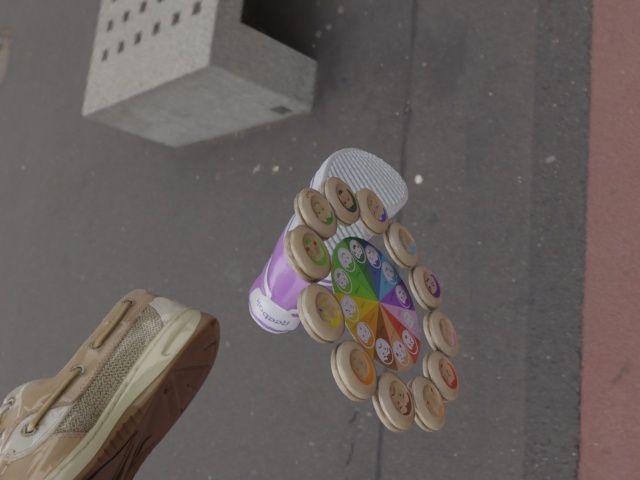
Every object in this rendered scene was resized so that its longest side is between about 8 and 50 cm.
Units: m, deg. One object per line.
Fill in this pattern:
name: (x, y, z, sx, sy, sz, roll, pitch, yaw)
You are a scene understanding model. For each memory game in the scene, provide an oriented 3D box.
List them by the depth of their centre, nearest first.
memory game: (0.042, 0.040, 0.488, 0.012, 0.186, 0.186, -29, 59, 30)

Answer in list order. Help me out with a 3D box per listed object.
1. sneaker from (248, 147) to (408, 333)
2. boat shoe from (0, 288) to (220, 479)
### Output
sneaker: (-0.001, 0.000, 0.829, 0.102, 0.282, 0.161, 38, 125, 3)
boat shoe: (-0.218, 0.175, 0.617, 0.110, 0.341, 0.122, 24, 134, 14)
